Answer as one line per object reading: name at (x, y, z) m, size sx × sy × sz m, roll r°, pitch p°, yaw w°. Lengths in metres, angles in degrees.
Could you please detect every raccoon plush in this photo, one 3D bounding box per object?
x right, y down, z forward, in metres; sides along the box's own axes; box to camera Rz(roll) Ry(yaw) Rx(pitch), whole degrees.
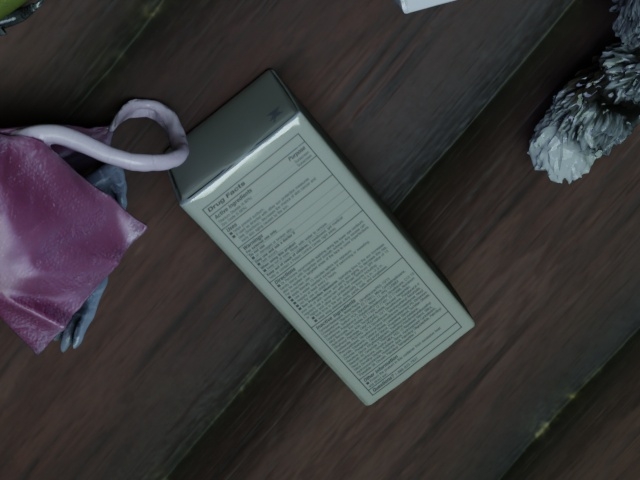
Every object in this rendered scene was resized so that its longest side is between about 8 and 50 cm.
raccoon plush at (0.289, -0.275, 1.496) m, size 0.299 × 0.216 × 0.446 m, roll 39°, pitch 102°, yaw -20°

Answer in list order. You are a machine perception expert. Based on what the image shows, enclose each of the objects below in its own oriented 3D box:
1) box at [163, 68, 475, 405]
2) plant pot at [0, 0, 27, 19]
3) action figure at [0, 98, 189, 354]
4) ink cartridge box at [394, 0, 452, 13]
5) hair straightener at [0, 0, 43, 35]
box at (0.000, 0.000, 1.596) m, size 0.148 × 0.121 × 0.311 m, roll -36°, pitch 120°, yaw 5°
plant pot at (-0.274, -0.300, 1.303) m, size 0.275 × 0.274 × 0.293 m, roll 27°, pitch 117°, yaw -26°
action figure at (-0.318, -0.066, 1.403) m, size 0.370 × 0.248 × 0.275 m, roll 37°, pitch 102°, yaw -31°
ink cartridge box at (0.104, -0.324, 1.390) m, size 0.171 × 0.232 × 0.168 m, roll -17°, pitch 120°, yaw -6°
hair straightener at (-0.361, -0.203, 1.434) m, size 0.231 × 0.047 × 0.089 m, roll -12°, pitch 120°, yaw -9°
